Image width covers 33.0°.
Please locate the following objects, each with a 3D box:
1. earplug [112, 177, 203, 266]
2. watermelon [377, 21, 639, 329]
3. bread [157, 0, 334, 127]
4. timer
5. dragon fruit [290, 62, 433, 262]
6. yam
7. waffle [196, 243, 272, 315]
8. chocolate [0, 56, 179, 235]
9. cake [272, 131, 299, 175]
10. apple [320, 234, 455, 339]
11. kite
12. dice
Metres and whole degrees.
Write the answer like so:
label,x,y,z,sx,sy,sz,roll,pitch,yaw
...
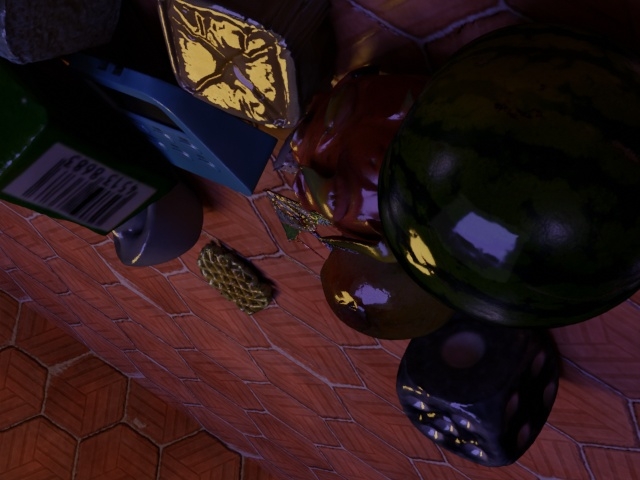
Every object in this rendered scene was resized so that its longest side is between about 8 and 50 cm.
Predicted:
label,x,y,z,sx,sy,sz,roll,pitch,yaw
earplug,-0.340,-0.099,1.860,0.325,0.175,0.214,52,149,-10
watermelon,0.196,-0.057,0.995,0.285,0.285,0.285,31,156,15
bread,-0.082,-0.239,1.276,0.192,0.109,0.210,22,154,18
timer,-0.213,-0.167,1.491,0.232,0.091,0.250,24,177,41
dragon fruit,0.067,-0.090,1.209,0.224,0.224,0.227,47,161,-23
yam,-0.422,-0.375,1.410,0.271,0.202,0.201,28,124,24
waffle,-0.168,0.075,2.088,0.169,0.036,0.183,40,155,-2
chocolate,-0.429,-0.180,1.585,0.341,0.161,0.360,43,-174,23
cake,0.001,-0.107,1.511,0.121,0.065,0.052,21,164,-24
apple,0.104,0.053,1.481,0.207,0.173,0.188,-1,143,-21
kite,0.000,0.000,1.741,0.244,0.006,0.198,41,157,-9
dice,0.231,0.207,1.576,0.181,0.182,0.183,20,150,37
